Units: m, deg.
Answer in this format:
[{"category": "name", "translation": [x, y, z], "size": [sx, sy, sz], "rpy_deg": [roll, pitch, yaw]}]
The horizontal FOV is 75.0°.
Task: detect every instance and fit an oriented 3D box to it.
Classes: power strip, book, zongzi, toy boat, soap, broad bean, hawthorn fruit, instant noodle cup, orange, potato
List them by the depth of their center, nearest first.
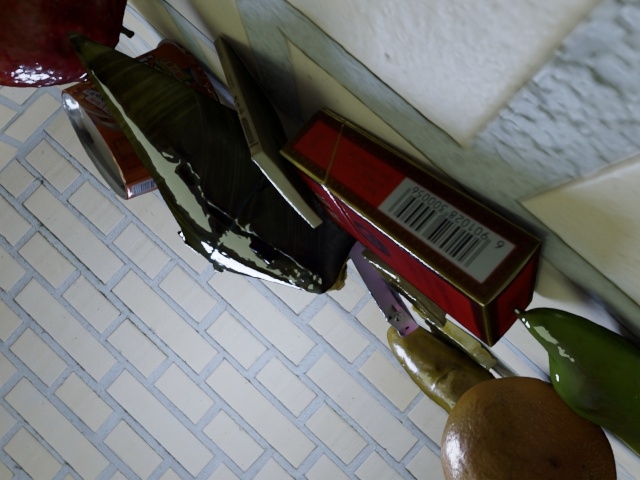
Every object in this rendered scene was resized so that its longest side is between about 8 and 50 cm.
[{"category": "broad bean", "translation": [0.279, 0.152, 0.337], "size": [0.325, 0.067, 0.075], "rpy_deg": [38, 178, -6]}, {"category": "book", "translation": [-0.058, -0.121, 0.463], "size": [0.138, 0.016, 0.198], "rpy_deg": [48, -163, -55]}, {"category": "hawthorn fruit", "translation": [-0.330, -0.295, 0.494], "size": [0.210, 0.230, 0.266], "rpy_deg": [7, -167, 13]}, {"category": "zongzi", "translation": [-0.198, -0.096, 0.664], "size": [0.432, 0.207, 0.403], "rpy_deg": [37, 161, -28]}, {"category": "toy boat", "translation": [0.159, 0.070, 0.676], "size": [0.188, 0.061, 0.116], "rpy_deg": [44, 175, -31]}, {"category": "orange", "translation": [0.322, 0.354, 0.679], "size": [0.264, 0.264, 0.264], "rpy_deg": [42, 177, 3]}, {"category": "instant noodle cup", "translation": [-0.306, -0.199, 0.739], "size": [0.250, 0.192, 0.250], "rpy_deg": [36, 146, 30]}, {"category": "power strip", "translation": [0.101, 0.060, 0.812], "size": [0.109, 0.038, 0.278], "rpy_deg": [45, -167, -46]}, {"category": "soap", "translation": [0.326, 0.231, 1.057], "size": [0.092, 0.037, 0.252], "rpy_deg": [45, 177, -25]}, {"category": "potato", "translation": [0.315, 0.335, 1.100], "size": [0.196, 0.176, 0.369], "rpy_deg": [-9, -146, -35]}]

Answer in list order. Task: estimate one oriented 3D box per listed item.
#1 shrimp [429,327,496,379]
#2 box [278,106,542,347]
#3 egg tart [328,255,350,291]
[{"category": "shrimp", "translation": [0.421, 0.340, 1.179], "size": [0.294, 0.062, 0.154], "rpy_deg": [43, 171, 9]}, {"category": "box", "translation": [0.081, -0.014, 0.400], "size": [0.240, 0.074, 0.153], "rpy_deg": [42, -179, 33]}, {"category": "egg tart", "translation": [0.000, 0.000, 0.936], "size": [0.241, 0.106, 0.241], "rpy_deg": [41, -147, -34]}]
